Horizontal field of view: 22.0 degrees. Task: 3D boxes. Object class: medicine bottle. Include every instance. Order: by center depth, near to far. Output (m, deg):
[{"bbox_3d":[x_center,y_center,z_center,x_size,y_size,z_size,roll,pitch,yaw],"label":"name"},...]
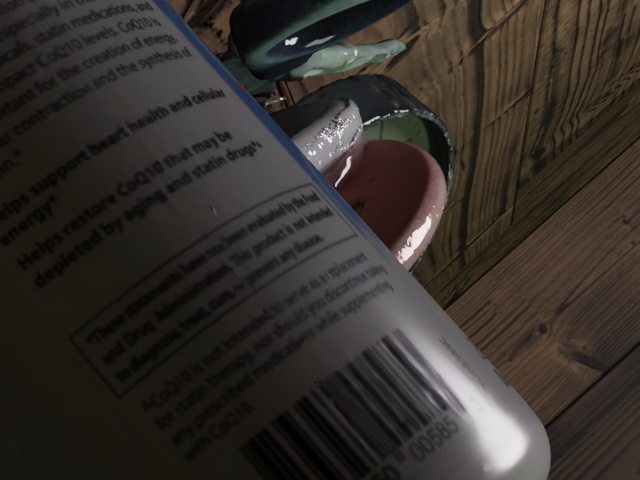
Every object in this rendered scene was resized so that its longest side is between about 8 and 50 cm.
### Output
[{"bbox_3d":[-0.083,0.004,0.464,0.157,0.288,0.157,-40,170,-9],"label":"medicine bottle"}]

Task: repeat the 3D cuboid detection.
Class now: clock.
[{"bbox_3d":[0.000,0.000,1.014,0.215,0.042,0.215,-38,149,-27],"label":"clock"}]

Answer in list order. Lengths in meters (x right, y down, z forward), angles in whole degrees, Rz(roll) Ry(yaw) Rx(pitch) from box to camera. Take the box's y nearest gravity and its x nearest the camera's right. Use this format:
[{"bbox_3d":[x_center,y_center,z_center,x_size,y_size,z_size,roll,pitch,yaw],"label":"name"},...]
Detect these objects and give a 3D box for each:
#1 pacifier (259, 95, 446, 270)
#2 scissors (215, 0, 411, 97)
[{"bbox_3d":[-0.075,0.052,0.803,0.332,0.273,0.220,-17,167,34],"label":"pacifier"},{"bbox_3d":[-0.041,-0.083,0.817,0.256,0.029,0.383,-19,-178,13],"label":"scissors"}]
